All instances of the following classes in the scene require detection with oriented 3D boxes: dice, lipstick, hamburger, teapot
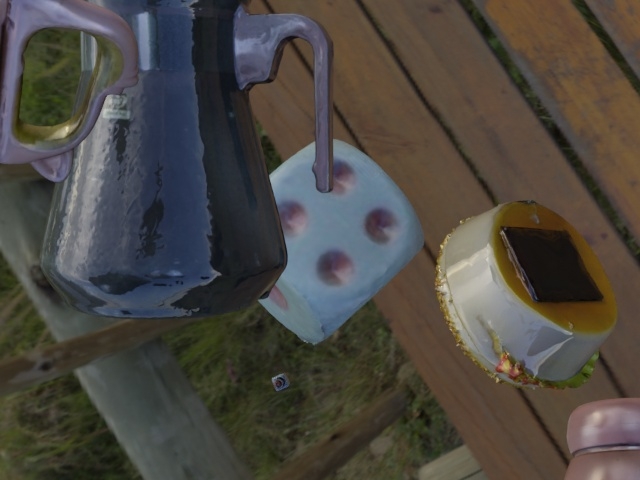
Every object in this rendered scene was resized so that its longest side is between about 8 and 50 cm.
[{"bbox_3d":[0.000,0.000,1.705,0.262,0.265,0.268,-42,86,-19],"label":"dice"},{"bbox_3d":[-0.074,0.257,1.754,0.025,0.107,0.025,-23,85,1],"label":"lipstick"},{"bbox_3d":[0.295,0.085,1.435,0.179,0.276,0.294,-44,58,40],"label":"hamburger"},{"bbox_3d":[-0.136,-0.104,0.982,0.300,0.253,0.344,1,98,9],"label":"teapot"}]

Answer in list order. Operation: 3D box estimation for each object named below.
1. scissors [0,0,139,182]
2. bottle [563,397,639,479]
[{"bbox_3d":[-0.162,-0.140,0.507,0.318,0.160,0.024,116,145,-45],"label":"scissors"},{"bbox_3d":[0.392,0.342,1.181,0.173,0.206,0.297,131,143,-61],"label":"bottle"}]
